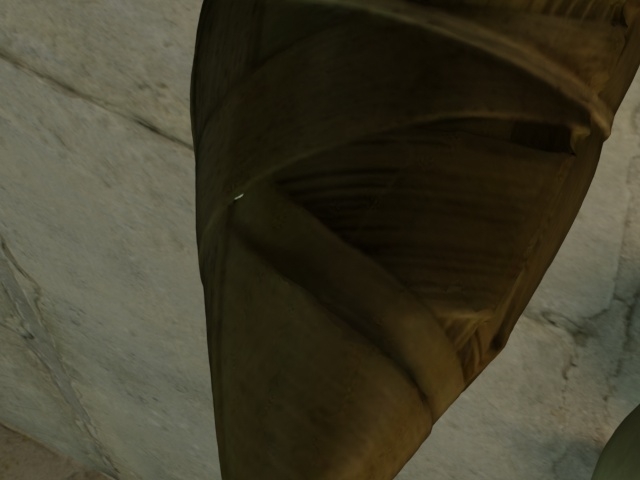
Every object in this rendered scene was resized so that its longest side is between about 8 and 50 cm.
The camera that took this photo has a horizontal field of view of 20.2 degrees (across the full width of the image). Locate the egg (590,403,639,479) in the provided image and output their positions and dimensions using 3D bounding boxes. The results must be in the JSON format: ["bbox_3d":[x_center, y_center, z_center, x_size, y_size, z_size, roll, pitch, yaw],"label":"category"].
[{"bbox_3d":[0.323,0.230,1.343,0.258,0.258,0.352,21,160,29],"label":"egg"}]

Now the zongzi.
[{"bbox_3d":[-0.020,-0.010,0.985,0.218,0.467,0.500,29,161,-7],"label":"zongzi"}]
